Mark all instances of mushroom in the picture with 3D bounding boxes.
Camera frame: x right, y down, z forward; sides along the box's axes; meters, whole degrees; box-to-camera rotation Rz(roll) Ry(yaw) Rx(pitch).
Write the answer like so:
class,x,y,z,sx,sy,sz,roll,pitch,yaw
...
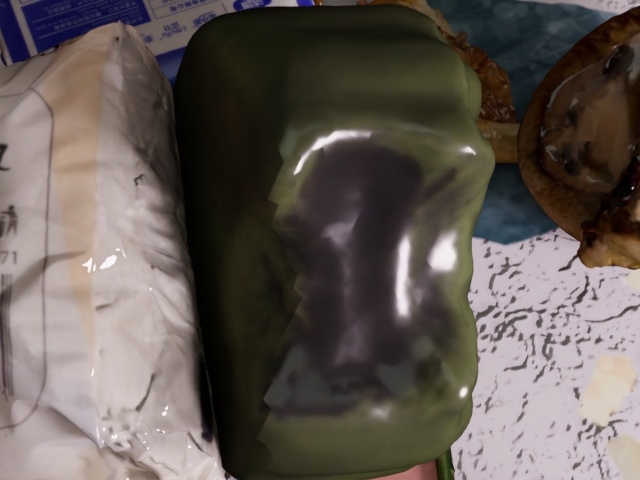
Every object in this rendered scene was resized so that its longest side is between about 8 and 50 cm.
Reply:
class,x,y,z,sx,sy,sz,roll,pitch,yaw
mushroom,0.301,-0.076,1.032,0.263,0.195,0.283,28,47,19

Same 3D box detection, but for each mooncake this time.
class,x,y,z,sx,sy,sz,roll,pitch,yaw
mooncake,0.000,0.000,0.898,0.187,0.351,0.351,-5,62,-19

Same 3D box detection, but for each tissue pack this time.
class,x,y,z,sx,sy,sz,roll,pitch,yaw
tissue pack,-0.264,0.044,0.885,0.376,0.195,0.390,-13,69,22
tissue pack,-0.145,-0.176,1.091,0.270,0.137,0.209,-22,66,-11

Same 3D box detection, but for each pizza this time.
class,x,y,z,sx,sy,sz,roll,pitch,yaw
pizza,0.089,-0.158,1.139,0.134,0.056,0.271,-41,73,-13

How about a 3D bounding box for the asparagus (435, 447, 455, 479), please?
class,x,y,z,sx,sy,sz,roll,pitch,yaw
asparagus,0.101,0.205,0.969,0.015,0.018,0.127,-19,59,25
